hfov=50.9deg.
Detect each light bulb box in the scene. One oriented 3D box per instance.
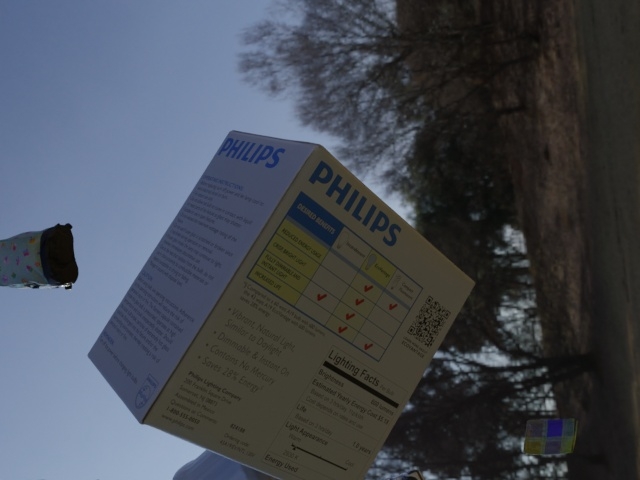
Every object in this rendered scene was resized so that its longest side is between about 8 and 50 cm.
[{"bbox_3d":[-0.042,0.102,0.905,0.358,0.225,0.361,37,-100,-36],"label":"light bulb box"}]

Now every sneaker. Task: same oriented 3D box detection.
[{"bbox_3d":[0.194,0.776,2.013,0.153,0.235,0.094,-7,-110,-57],"label":"sneaker"}]

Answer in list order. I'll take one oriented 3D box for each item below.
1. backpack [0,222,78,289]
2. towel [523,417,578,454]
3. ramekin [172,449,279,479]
[{"bbox_3d":[-0.636,0.040,1.474,0.115,0.182,0.151,5,-101,-72],"label":"backpack"},{"bbox_3d":[0.353,0.302,1.036,0.009,0.083,0.060,45,-129,-26],"label":"towel"},{"bbox_3d":[-0.090,0.426,1.076,0.277,0.135,0.277,44,-176,-4],"label":"ramekin"}]
